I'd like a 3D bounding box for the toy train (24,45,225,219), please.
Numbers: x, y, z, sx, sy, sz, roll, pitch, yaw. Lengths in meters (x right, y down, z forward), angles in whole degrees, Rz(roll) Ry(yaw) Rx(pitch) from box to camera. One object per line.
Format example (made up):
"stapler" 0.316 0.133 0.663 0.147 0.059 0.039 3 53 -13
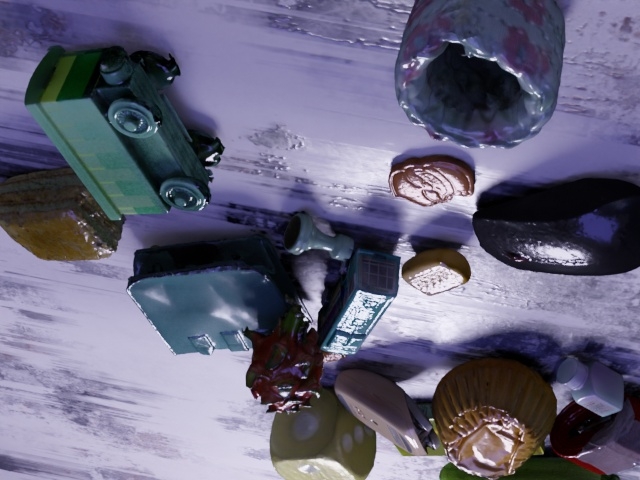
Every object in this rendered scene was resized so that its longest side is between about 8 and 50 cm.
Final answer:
"toy train" -0.267 -0.148 1.462 0.203 0.120 0.300 0 144 22

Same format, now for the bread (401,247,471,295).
"bread" 0.186 0.042 1.651 0.082 0.056 0.115 32 147 -20

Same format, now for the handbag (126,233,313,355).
"handbag" -0.176 0.093 1.805 0.269 0.100 0.274 -8 144 17

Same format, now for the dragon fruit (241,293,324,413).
"dragon fruit" -0.063 0.194 1.760 0.137 0.135 0.235 -10 125 0

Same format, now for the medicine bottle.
"medicine bottle" 0.481 0.256 1.849 0.118 0.074 0.055 28 143 -22

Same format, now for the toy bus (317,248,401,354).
"toy bus" 0.059 0.103 1.739 0.091 0.109 0.261 11 147 -9

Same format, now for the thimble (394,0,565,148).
"thimble" 0.183 -0.218 1.195 0.186 0.149 0.211 1 144 21

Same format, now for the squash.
"squash" 0.434 0.512 2.209 0.395 0.107 0.107 -3 143 24

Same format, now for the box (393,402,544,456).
"box" 0.287 0.388 2.130 0.311 0.043 0.173 -6 141 24

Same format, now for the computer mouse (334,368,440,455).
"computer mouse" 0.129 0.324 2.001 0.237 0.082 0.145 26 155 40

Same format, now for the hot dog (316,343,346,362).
"hot dog" 0.013 0.210 1.965 0.083 0.035 0.058 -19 135 38

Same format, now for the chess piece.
"chess piece" 0.000 0.000 1.648 0.103 0.067 0.067 18 147 -25

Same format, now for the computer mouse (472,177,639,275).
"computer mouse" 0.360 0.000 1.505 0.295 0.087 0.168 -13 142 36

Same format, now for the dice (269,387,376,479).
"dice" 0.007 0.414 2.147 0.169 0.166 0.169 -10 140 30

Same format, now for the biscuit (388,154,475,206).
"biscuit" 0.159 -0.085 1.507 0.131 0.019 0.102 -9 139 30

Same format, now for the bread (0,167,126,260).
"bread" -0.430 -0.038 1.691 0.196 0.102 0.138 -2 141 22

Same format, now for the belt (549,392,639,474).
"belt" 0.540 0.359 1.933 0.124 0.128 0.201 29 141 -24

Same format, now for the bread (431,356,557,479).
"bread" 0.318 0.322 1.919 0.240 0.139 0.239 8 127 10
